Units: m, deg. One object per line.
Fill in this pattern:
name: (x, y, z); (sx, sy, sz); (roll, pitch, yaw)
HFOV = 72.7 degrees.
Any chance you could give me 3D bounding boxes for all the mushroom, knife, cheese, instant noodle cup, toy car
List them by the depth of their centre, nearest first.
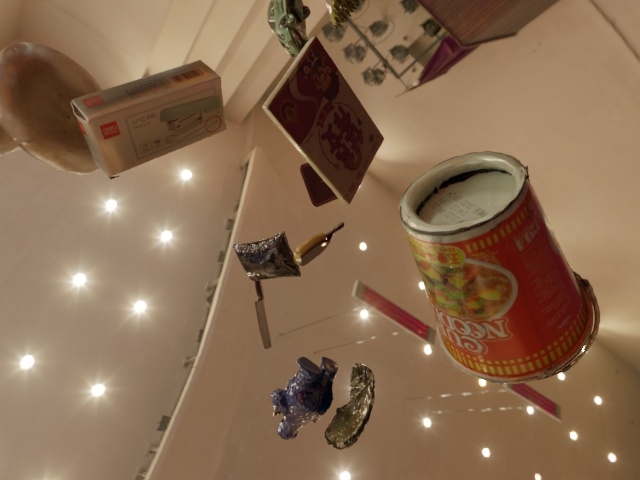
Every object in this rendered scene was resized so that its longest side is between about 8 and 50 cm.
instant noodle cup: (0.190, 0.021, 0.488); (0.212, 0.193, 0.193); (56, -134, -31)
mushroom: (-0.614, -0.257, 0.945); (0.293, 0.289, 0.292); (63, -175, -10)
cheese: (0.000, 0.001, 1.129); (0.162, 0.086, 0.036); (-36, -109, -21)
knife: (-0.187, 0.217, 1.366); (0.072, 0.019, 0.245); (29, -133, -75)
toy car: (-0.111, -0.741, 1.474); (0.136, 0.125, 0.306); (36, -135, -55)

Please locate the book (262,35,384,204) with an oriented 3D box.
book: (0.017, -0.194, 0.732); (0.232, 0.022, 0.162); (45, -115, -36)

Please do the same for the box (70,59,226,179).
box: (-0.318, -0.237, 0.841); (0.269, 0.135, 0.079); (-31, -120, -27)

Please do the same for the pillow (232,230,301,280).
pillow: (-0.160, 0.057, 1.298); (0.055, 0.208, 0.141); (-38, -70, -52)

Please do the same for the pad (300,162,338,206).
pad: (0.023, -0.244, 1.758); (0.266, 0.002, 0.176); (-27, -80, -48)

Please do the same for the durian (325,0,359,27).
durian: (0.037, -0.686, 1.128); (0.169, 0.352, 0.158); (37, -92, 7)

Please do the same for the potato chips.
potato chips: (0.079, 0.411, 1.094); (0.029, 0.202, 0.220); (28, -129, -12)

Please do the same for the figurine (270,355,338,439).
figurine: (-0.043, 0.416, 1.105); (0.164, 0.262, 0.121); (1, -150, -23)
